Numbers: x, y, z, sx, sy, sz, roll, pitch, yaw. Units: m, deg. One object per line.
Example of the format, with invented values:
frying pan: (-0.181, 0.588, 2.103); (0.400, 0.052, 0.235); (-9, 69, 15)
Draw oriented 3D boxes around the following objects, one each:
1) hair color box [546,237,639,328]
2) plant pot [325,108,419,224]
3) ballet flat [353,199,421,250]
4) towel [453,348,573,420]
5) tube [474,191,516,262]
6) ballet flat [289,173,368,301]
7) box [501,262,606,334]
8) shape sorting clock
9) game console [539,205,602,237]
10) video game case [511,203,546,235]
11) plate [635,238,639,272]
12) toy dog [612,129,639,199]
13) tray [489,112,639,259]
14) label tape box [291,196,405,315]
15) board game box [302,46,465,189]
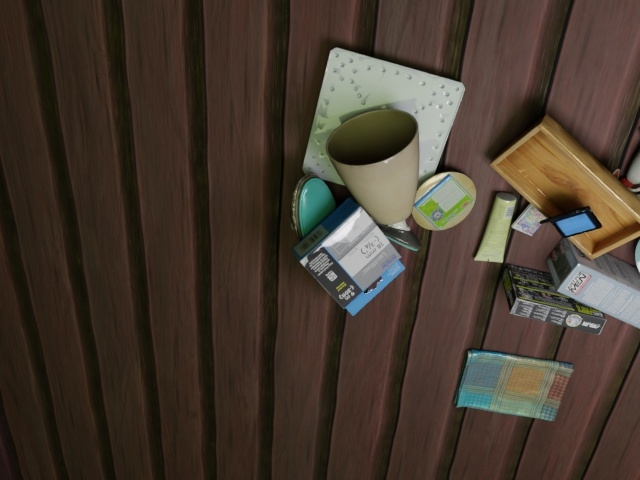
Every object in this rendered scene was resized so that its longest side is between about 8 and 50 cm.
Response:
hair color box: (0.895, 0.140, 1.709); (0.374, 0.185, 0.114); (25, 120, -3)
plant pot: (0.174, -0.184, 1.597); (0.256, 0.257, 0.274); (-9, 132, 15)
ballet flat: (0.201, -0.056, 1.788); (0.280, 0.095, 0.096); (20, 107, -1)
towel: (0.689, 0.524, 2.032); (0.369, 0.040, 0.272); (8, 119, 6)
tube: (0.550, -0.033, 1.758); (0.070, 0.062, 0.240); (29, 130, 34)
ballet flat: (0.000, 0.000, 1.805); (0.164, 0.182, 0.483); (-37, 119, -20)
box: (0.713, 0.175, 1.743); (0.269, 0.216, 0.060); (13, 119, 3)
shape sorting clock: (0.376, -0.120, 1.724); (0.206, 0.040, 0.206); (-4, 122, -7)
game console: (0.697, -0.045, 1.570); (0.122, 0.107, 0.071); (-24, 81, 50)
video game case: (0.654, -0.074, 1.722); (0.087, 0.011, 0.122); (19, 121, -25)
plate: (1.031, 0.048, 1.673); (0.188, 0.024, 0.188); (0, 86, -5)
toy dog: (0.908, -0.176, 1.555); (0.220, 0.161, 0.334); (12, 119, 4)
tray: (0.702, -0.145, 1.581); (0.411, 0.076, 0.203); (43, 143, -1)
label tape box: (0.111, 0.073, 1.710); (0.240, 0.106, 0.334); (-42, 117, -1)
board game box: (0.175, -0.330, 1.669); (0.389, 0.050, 0.390); (16, 119, 2)
